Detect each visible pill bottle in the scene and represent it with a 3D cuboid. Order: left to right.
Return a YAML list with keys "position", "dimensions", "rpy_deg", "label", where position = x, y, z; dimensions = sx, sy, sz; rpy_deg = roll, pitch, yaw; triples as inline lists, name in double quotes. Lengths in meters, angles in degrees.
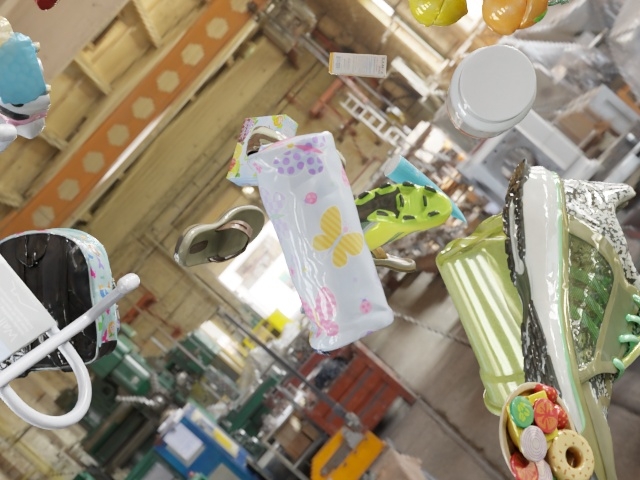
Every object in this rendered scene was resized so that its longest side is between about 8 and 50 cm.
- position: [0.248, -0.215, 1.131]
  dimensions: [0.121, 0.121, 0.221]
  rpy_deg: [-48, -3, 7]
  label: "pill bottle"

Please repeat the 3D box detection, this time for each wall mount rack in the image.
- position: [-0.314, 0.022, 0.679]
  dimensions: [0.130, 0.350, 0.304]
  rpy_deg: [-37, 5, 19]
  label: "wall mount rack"

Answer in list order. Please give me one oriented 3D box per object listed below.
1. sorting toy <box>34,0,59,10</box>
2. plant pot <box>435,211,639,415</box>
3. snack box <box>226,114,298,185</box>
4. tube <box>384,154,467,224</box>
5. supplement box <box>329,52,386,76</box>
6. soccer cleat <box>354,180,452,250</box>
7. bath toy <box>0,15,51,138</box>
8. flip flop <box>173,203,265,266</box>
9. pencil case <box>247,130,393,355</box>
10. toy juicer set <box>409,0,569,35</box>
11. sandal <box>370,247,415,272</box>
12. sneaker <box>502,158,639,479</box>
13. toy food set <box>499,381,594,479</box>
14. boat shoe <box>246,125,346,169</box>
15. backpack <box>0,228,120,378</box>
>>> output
- position: [-0.531, -0.504, 1.297]
  dimensions: [0.127, 0.126, 0.365]
  rpy_deg: [-53, 0, 3]
  label: "sorting toy"
- position: [0.319, 0.090, 1.210]
  dimensions: [0.276, 0.254, 0.276]
  rpy_deg: [-31, 4, 2]
  label: "plant pot"
- position: [-0.175, -0.270, 2.339]
  dimensions: [0.174, 0.070, 0.207]
  rpy_deg: [3, 71, 39]
  label: "snack box"
- position: [0.230, -0.106, 1.649]
  dimensions: [0.052, 0.207, 0.080]
  rpy_deg: [-49, 21, 22]
  label: "tube"
- position: [0.066, -0.307, 1.358]
  dimensions: [0.062, 0.098, 0.036]
  rpy_deg: [-64, -22, -80]
  label: "supplement box"
- position: [0.082, -0.020, 1.326]
  dimensions: [0.289, 0.093, 0.121]
  rpy_deg: [-14, -37, 3]
  label: "soccer cleat"
- position: [-0.511, -0.245, 1.231]
  dimensions: [0.129, 0.151, 0.348]
  rpy_deg: [-15, 1, -21]
  label: "bath toy"
- position: [-0.196, -0.002, 1.622]
  dimensions: [0.277, 0.080, 0.112]
  rpy_deg: [-23, -53, -59]
  label: "flip flop"
- position: [0.000, 0.000, 0.973]
  dimensions: [0.113, 0.273, 0.124]
  rpy_deg: [-20, 6, -21]
  label: "pencil case"
- position: [0.157, -0.345, 0.904]
  dimensions: [0.209, 0.329, 0.089]
  rpy_deg: [-56, -27, 3]
  label: "toy juicer set"
- position: [0.105, 0.022, 1.494]
  dimensions: [0.072, 0.180, 0.049]
  rpy_deg: [-127, 51, -67]
  label: "sandal"
- position: [0.330, 0.089, 0.904]
  dimensions: [0.158, 0.182, 0.410]
  rpy_deg: [74, -168, -70]
  label: "sneaker"
- position: [0.161, 0.145, 0.563]
  dimensions: [0.082, 0.083, 0.020]
  rpy_deg: [-10, -10, -37]
  label: "toy food set"
- position: [-0.066, -0.202, 1.956]
  dimensions: [0.095, 0.257, 0.095]
  rpy_deg: [96, -167, -54]
  label: "boat shoe"
- position: [-0.491, 0.102, 1.428]
  dimensions: [0.225, 0.254, 0.191]
  rpy_deg: [-7, 7, 7]
  label: "backpack"
